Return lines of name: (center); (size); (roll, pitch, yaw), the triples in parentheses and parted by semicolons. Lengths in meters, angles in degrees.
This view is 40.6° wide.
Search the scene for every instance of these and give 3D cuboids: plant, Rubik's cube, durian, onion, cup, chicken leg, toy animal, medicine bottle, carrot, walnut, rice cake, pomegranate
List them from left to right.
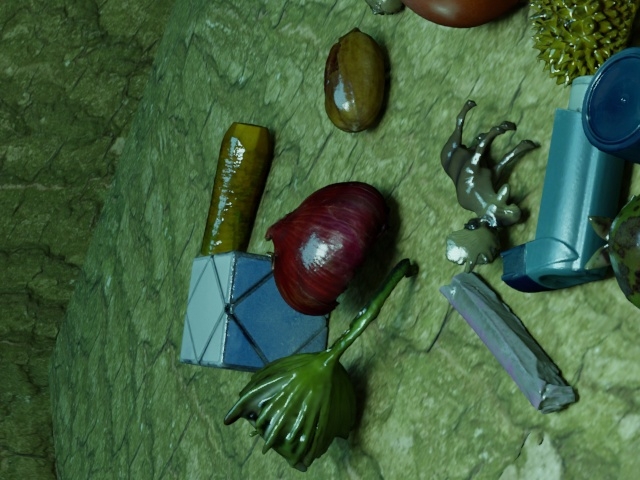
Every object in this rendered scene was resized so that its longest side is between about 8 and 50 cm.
carrot: (-0.182, -0.107, 1.886); (0.114, 0.114, 0.301); (34, 114, 60)
Rubik's cube: (-0.118, 0.137, 1.570); (0.207, 0.205, 0.205); (-6, 75, 60)
plant: (-0.012, 0.176, 1.321); (0.251, 0.180, 0.333); (-38, -31, -59)
onion: (0.011, 0.003, 1.397); (0.248, 0.161, 0.248); (-36, 22, 17)
walnut: (0.058, -0.282, 1.507); (0.116, 0.116, 0.207); (-26, 57, 56)
chicken leg: (0.120, -0.485, 1.514); (0.085, 0.069, 0.197); (-5, 69, 60)
toy animal: (0.216, -0.068, 1.169); (0.186, 0.094, 0.214); (-60, 26, 23)
rice cake: (0.228, 0.121, 1.096); (0.270, 0.055, 0.049); (56, 133, 51)
medicine bottle: (0.294, -0.060, 1.016); (0.124, 0.079, 0.258); (9, 88, 62)
durian: (0.312, -0.301, 1.028); (0.183, 0.138, 0.249); (35, 117, 51)
pomegranate: (0.342, 0.001, 0.845); (0.169, 0.149, 0.148); (44, 119, 56)
cup: (0.358, -0.125, 0.858); (0.150, 0.138, 0.113); (6, 85, 62)

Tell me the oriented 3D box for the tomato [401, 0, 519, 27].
tomato: (0.197, -0.425, 1.193); (0.256, 0.225, 0.255); (-5, 84, 56)
